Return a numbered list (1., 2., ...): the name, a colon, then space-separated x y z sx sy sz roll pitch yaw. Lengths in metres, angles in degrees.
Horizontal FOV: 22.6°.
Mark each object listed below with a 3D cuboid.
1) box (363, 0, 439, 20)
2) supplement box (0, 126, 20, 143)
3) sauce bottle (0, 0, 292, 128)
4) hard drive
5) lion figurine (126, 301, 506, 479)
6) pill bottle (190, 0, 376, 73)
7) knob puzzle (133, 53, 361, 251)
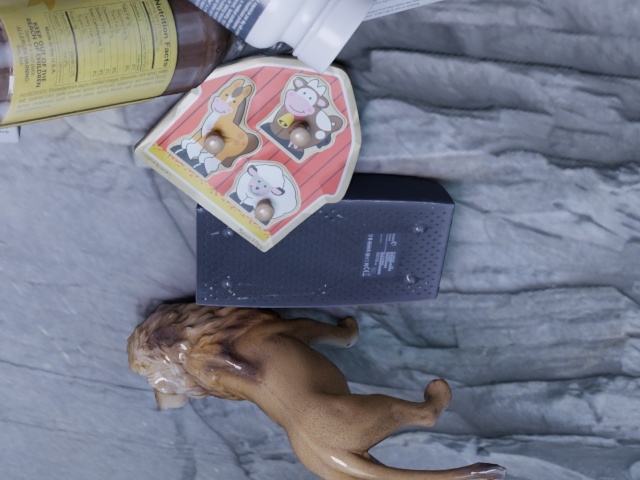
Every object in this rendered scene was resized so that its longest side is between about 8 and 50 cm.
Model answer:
1. box: 0.053 -0.257 1.304 0.126 0.072 0.137 -13 141 9
2. supplement box: -0.308 -0.189 1.305 0.113 0.111 0.220 -3 141 -4
3. sauce bottle: -0.159 -0.160 1.267 0.344 0.111 0.111 -15 154 -43
4. hard drive: 0.000 0.000 1.626 0.254 0.054 0.172 -1 140 -5
5. lion figurine: -0.015 0.162 1.640 0.240 0.392 0.142 6 101 -40
6. pill bottle: -0.048 -0.211 1.225 0.180 0.108 0.108 36 131 -4
7. knob puzzle: -0.046 -0.092 1.488 0.213 0.030 0.213 -2 123 -3
